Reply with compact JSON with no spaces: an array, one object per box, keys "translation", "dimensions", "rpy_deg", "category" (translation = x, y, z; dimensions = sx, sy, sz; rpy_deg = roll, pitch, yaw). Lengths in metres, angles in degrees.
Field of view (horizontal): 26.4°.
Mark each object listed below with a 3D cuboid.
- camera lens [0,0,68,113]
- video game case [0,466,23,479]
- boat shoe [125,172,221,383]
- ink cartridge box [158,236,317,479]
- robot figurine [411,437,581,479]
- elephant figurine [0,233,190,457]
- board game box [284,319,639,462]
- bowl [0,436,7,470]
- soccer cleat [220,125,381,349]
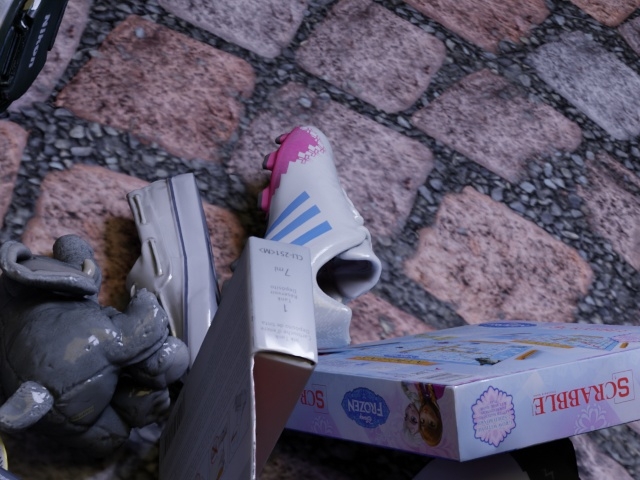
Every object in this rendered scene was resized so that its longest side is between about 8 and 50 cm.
[{"translation":[-0.416,-0.266,1.423],"dimensions":[0.274,0.219,0.219],"rpy_deg":[25,40,-1],"category":"camera lens"},{"translation":[-0.173,0.297,1.000],"dimensions":[0.026,0.196,0.274],"rpy_deg":[-33,58,0],"category":"video game case"},{"translation":[-0.148,0.043,1.340],"dimensions":[0.088,0.096,0.268],"rpy_deg":[-12,54,0],"category":"boat shoe"},{"translation":[-0.071,0.174,1.092],"dimensions":[0.060,0.275,0.239],"rpy_deg":[12,43,-16],"category":"ink cartridge box"},{"translation":[0.133,0.270,1.172],"dimensions":[0.173,0.209,0.278],"rpy_deg":[47,43,2],"category":"robot figurine"},{"translation":[-0.247,0.074,1.227],"dimensions":[0.169,0.186,0.239],"rpy_deg":[-43,58,-11],"category":"elephant figurine"},{"translation":[0.151,0.128,1.259],"dimensions":[0.318,0.318,0.066],"rpy_deg":[-7,93,-32],"category":"board game box"},{"translation":[-0.341,0.195,1.081],"dimensions":[0.170,0.080,0.170],"rpy_deg":[15,41,-13],"category":"bowl"},{"translation":[0.000,0.000,1.414],"dimensions":[0.143,0.116,0.331],"rpy_deg":[2,40,11],"category":"soccer cleat"}]
